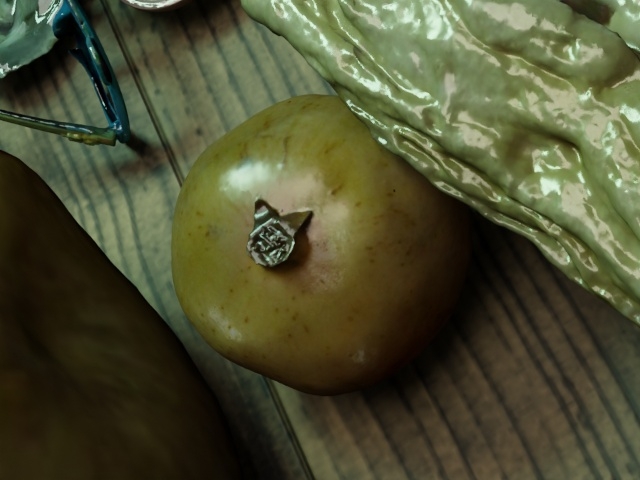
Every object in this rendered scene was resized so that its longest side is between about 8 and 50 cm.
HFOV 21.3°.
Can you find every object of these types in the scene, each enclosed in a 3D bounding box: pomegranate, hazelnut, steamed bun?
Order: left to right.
[{"bbox_3d":[-0.247,0.139,1.015,0.359,0.359,0.409,-42,57,7],"label":"hazelnut"},{"bbox_3d":[-0.001,-0.001,1.043,0.191,0.191,0.191,-11,65,24],"label":"pomegranate"},{"bbox_3d":[0.189,-0.103,0.971,0.428,0.247,0.189,40,122,25],"label":"steamed bun"}]

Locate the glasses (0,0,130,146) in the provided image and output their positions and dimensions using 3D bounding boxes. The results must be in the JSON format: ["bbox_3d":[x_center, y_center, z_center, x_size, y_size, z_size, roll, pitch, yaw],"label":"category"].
[{"bbox_3d":[-0.249,-0.147,1.258,0.207,0.102,0.239,-30,83,22],"label":"glasses"}]

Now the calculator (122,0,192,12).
[{"bbox_3d":[-0.081,-0.314,1.276,0.329,0.048,0.220,-47,67,-2],"label":"calculator"}]

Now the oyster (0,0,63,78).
[{"bbox_3d":[-0.263,-0.247,1.342,0.199,0.087,0.252,-40,64,-6],"label":"oyster"}]
